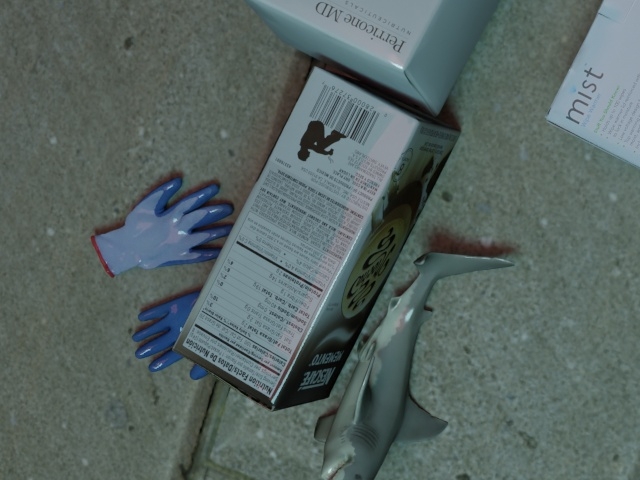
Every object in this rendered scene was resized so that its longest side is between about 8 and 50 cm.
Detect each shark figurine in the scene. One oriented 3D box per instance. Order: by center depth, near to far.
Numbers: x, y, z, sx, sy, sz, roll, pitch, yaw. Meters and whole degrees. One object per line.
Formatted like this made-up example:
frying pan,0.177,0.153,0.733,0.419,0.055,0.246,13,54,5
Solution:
shark figurine,0.085,0.135,1.620,0.116,0.166,0.278,26,84,-9

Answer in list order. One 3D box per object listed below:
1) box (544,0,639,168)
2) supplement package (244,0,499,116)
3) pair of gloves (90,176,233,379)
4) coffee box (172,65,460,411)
box,0.361,-0.170,1.467,0.231,0.127,0.262,28,103,16
supplement package,0.085,-0.290,1.499,0.177,0.175,0.293,27,88,16
pair of gloves,-0.141,0.041,1.716,0.159,0.023,0.198,-24,90,18
coffee box,0.000,0.000,1.576,0.119,0.168,0.297,29,99,16
